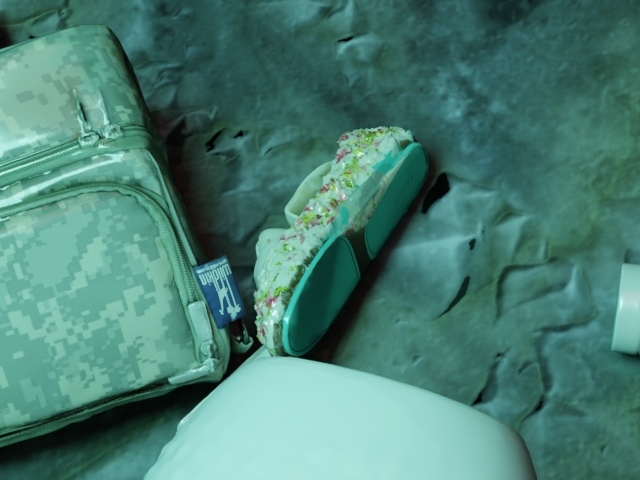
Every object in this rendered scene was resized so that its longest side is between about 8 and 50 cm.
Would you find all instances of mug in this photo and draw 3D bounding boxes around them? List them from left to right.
[{"bbox_3d":[0.024,0.245,0.988,0.374,0.276,0.328,0,69,52],"label":"mug"}]

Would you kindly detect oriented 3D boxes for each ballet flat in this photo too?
[{"bbox_3d":[0.000,0.000,1.343,0.077,0.091,0.241,13,43,26],"label":"ballet flat"}]

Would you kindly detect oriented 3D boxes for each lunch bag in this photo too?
[{"bbox_3d":[-0.228,0.020,1.297,0.305,0.212,0.256,-19,79,-6],"label":"lunch bag"}]

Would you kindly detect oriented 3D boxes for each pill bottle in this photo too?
[{"bbox_3d":[0.281,0.057,1.307,0.137,0.078,0.078,7,63,7],"label":"pill bottle"}]

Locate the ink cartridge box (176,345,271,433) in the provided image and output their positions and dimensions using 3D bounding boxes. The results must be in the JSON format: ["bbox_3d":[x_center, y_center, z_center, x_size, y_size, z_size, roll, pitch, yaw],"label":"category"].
[{"bbox_3d":[-0.020,0.154,1.287,0.099,0.056,0.135,-42,67,-18],"label":"ink cartridge box"}]
